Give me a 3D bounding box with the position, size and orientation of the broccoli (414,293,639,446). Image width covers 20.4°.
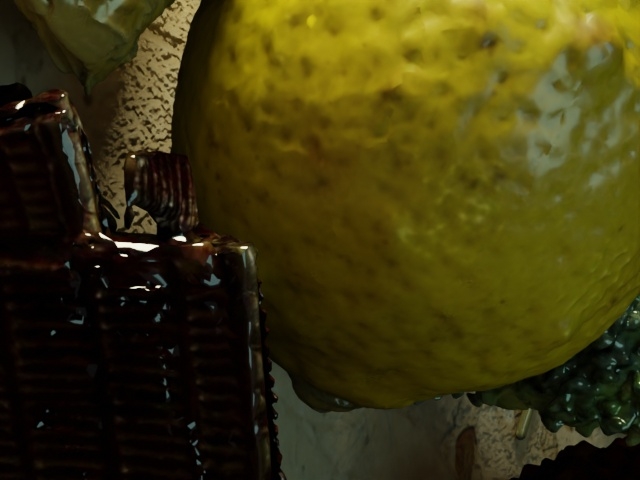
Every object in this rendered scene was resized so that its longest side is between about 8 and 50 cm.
[{"bbox_3d":[0.204,0.035,1.442,0.293,0.348,0.281,63,18,14],"label":"broccoli"}]

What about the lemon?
[{"bbox_3d":[0.071,-0.066,1.163,0.350,0.350,0.387,24,97,-51],"label":"lemon"}]

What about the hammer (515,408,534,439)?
[{"bbox_3d":[0.227,0.100,1.696,0.028,0.060,0.195,30,75,-50],"label":"hammer"}]

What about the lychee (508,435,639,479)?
[{"bbox_3d":[0.254,0.369,1.452,0.500,0.424,0.425,-5,98,-64],"label":"lychee"}]

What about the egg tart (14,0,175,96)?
[{"bbox_3d":[-0.129,-0.290,1.066,0.339,0.153,0.351,66,26,-16],"label":"egg tart"}]

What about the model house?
[{"bbox_3d":[-0.135,0.015,1.020,0.297,0.282,0.317,-25,113,-48],"label":"model house"}]
